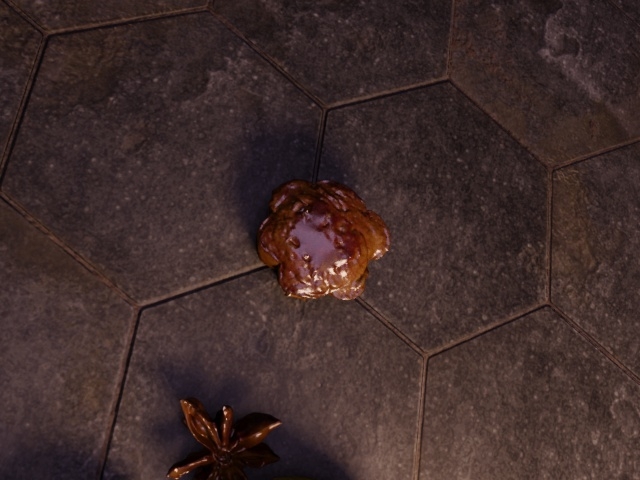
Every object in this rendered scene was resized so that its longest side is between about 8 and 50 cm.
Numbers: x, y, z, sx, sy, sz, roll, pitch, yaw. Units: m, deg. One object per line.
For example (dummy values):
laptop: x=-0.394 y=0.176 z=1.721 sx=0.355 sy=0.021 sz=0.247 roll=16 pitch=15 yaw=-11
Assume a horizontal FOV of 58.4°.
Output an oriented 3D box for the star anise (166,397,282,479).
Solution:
star anise: x=-0.161 y=0.358 z=0.973 sx=0.196 sy=0.111 sz=0.212 roll=-8 pitch=86 yaw=-13

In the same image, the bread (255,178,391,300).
bread: x=-0.011 y=0.006 z=1.097 sx=0.246 sy=0.135 sz=0.232 roll=35 pitch=69 yaw=-6

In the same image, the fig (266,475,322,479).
fig: x=0.001 y=0.511 z=0.908 sx=0.326 sy=0.258 sz=0.258 roll=10 pitch=73 yaw=-26
